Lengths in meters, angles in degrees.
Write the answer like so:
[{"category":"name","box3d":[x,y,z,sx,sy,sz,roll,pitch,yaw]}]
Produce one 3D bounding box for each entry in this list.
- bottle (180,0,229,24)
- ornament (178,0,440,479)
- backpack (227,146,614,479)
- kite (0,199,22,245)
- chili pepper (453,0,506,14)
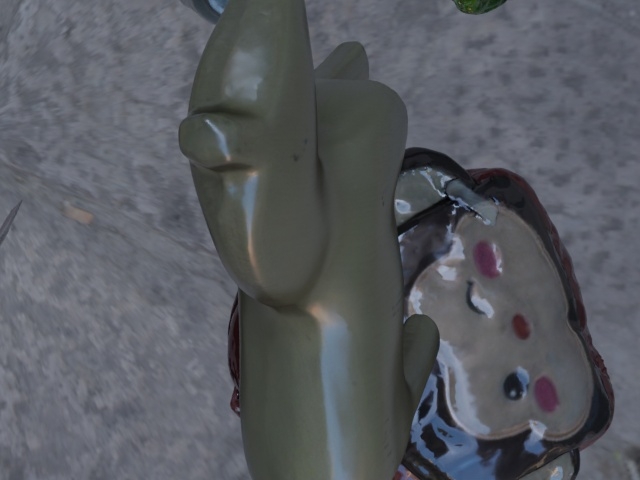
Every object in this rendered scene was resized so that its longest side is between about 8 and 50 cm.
[{"category":"bottle","box3d":[-0.102,-0.274,1.484,0.096,0.253,0.079,-25,105,-3]},{"category":"ornament","box3d":[0.000,0.000,0.537,0.061,0.245,0.230,3,112,14]},{"category":"backpack","box3d":[0.050,0.064,0.823,0.229,0.139,0.229,0,91,-7]},{"category":"kite","box3d":[-0.258,0.116,0.761,0.022,0.360,0.204,32,121,-5]},{"category":"chili pepper","box3d":[0.101,-0.148,0.784,0.091,0.034,0.030,-27,96,-40]}]
